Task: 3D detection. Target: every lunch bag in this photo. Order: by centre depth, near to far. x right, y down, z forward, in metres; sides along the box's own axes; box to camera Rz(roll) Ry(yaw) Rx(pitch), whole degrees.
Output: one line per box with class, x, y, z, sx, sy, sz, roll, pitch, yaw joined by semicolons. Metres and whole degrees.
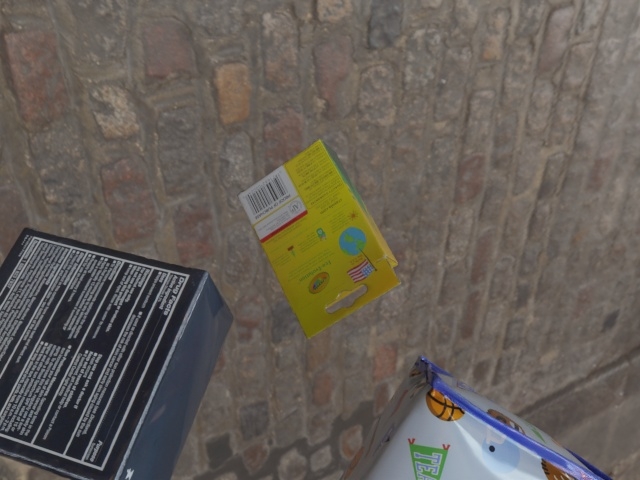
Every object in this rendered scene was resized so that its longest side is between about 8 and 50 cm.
lunch bag;0.208;0.381;0.771;0.327;0.386;0.239;-57;176;1

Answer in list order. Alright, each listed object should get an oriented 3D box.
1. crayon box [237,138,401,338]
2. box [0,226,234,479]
crayon box;0.000;0.000;1.176;0.202;0.318;0.081;-32;157;13
box;-0.318;0.173;0.887;0.182;0.294;0.296;76;30;-60
